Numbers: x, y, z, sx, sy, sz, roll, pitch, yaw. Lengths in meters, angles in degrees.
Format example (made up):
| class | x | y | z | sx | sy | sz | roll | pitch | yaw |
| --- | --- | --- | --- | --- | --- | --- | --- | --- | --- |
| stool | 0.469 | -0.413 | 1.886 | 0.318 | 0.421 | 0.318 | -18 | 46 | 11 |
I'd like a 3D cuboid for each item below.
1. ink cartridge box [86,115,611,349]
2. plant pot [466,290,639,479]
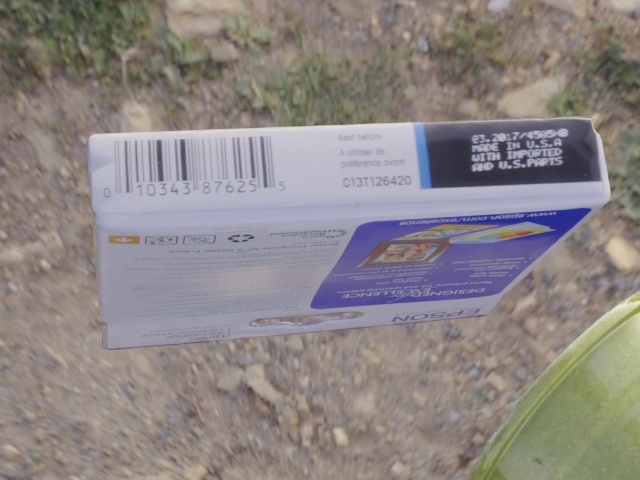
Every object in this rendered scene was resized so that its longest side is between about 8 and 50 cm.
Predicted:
| class | x | y | z | sx | sy | sz | roll | pitch | yaw |
| --- | --- | --- | --- | --- | --- | --- | --- | --- | --- |
| ink cartridge box | 0.000 | 0.000 | 0.989 | 0.303 | 0.307 | 0.072 | -4 | 76 | -10 |
| plant pot | 0.291 | 0.218 | 1.177 | 0.276 | 0.276 | 0.254 | -43 | 64 | -10 |
